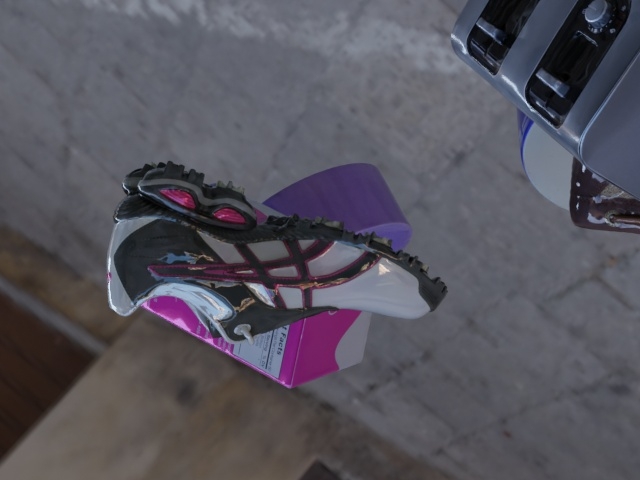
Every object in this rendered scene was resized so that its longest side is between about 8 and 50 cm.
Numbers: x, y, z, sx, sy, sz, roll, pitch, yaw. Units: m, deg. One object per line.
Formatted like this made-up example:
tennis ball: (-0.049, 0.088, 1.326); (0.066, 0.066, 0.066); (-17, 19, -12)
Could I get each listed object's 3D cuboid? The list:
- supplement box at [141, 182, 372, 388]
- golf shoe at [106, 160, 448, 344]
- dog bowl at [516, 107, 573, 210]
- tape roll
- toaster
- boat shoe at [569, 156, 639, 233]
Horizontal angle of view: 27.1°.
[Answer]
supplement box: (-0.066, 0.038, 1.251); (0.220, 0.111, 0.114); (26, 114, 32)
golf shoe: (-0.036, 0.030, 1.033); (0.272, 0.120, 0.105); (18, 174, -17)
dog bowl: (0.319, -0.127, 1.263); (0.264, 0.104, 0.265); (3, 147, 2)
tape roll: (0.000, 0.000, 1.448); (0.080, 0.189, 0.189); (61, 167, 18)
toaster: (0.193, -0.104, 0.837); (0.185, 0.110, 0.168); (25, -162, -36)
boat shoe: (0.347, -0.018, 0.974); (0.342, 0.123, 0.123); (12, 110, 21)
